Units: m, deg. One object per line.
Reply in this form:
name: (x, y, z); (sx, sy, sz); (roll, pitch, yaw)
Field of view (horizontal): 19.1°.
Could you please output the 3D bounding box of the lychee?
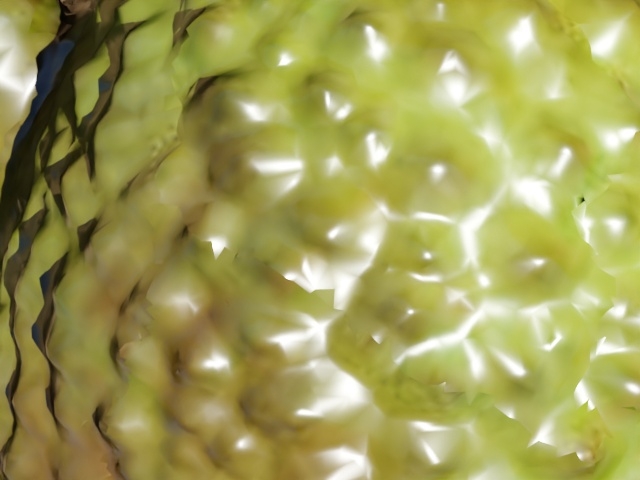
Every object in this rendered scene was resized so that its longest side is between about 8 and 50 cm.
lychee: (0.010, 0.005, 0.517); (0.270, 0.270, 0.320); (-23, 130, 31)
